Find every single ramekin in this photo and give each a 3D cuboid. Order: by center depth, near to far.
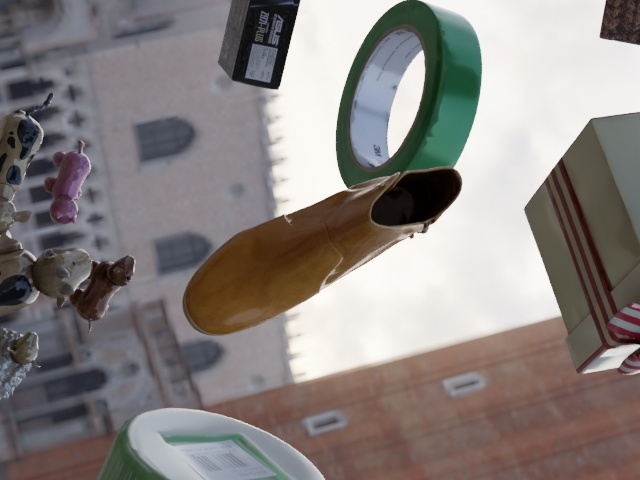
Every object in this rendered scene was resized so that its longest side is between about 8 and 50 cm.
[{"bbox_3d":[-0.134,0.326,1.681,0.148,0.303,0.303,-70,-155,14],"label":"ramekin"}]

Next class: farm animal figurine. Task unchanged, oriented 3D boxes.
[{"bbox_3d":[-0.404,0.021,1.860,0.330,0.327,0.172,59,-12,-26],"label":"farm animal figurine"}]

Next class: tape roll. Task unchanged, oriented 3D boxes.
[{"bbox_3d":[0.133,-0.213,2.187,0.321,0.077,0.321,-36,-133,52],"label":"tape roll"}]

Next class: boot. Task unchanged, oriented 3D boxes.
[{"bbox_3d":[0.001,0.001,1.519,0.104,0.295,0.211,61,-27,-2],"label":"boot"}]

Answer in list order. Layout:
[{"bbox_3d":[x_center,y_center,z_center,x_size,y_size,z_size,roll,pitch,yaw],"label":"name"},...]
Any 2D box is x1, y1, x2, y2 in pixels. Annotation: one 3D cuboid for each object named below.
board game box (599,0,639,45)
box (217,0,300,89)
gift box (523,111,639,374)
[{"bbox_3d":[0.528,-0.329,1.835,0.232,0.291,0.141,15,-70,24],"label":"board game box"},{"bbox_3d":[-0.093,-0.337,2.150,0.147,0.077,0.180,-128,-130,-68],"label":"box"},{"bbox_3d":[0.396,0.004,1.577,0.276,0.255,0.258,109,-32,-64],"label":"gift box"}]
